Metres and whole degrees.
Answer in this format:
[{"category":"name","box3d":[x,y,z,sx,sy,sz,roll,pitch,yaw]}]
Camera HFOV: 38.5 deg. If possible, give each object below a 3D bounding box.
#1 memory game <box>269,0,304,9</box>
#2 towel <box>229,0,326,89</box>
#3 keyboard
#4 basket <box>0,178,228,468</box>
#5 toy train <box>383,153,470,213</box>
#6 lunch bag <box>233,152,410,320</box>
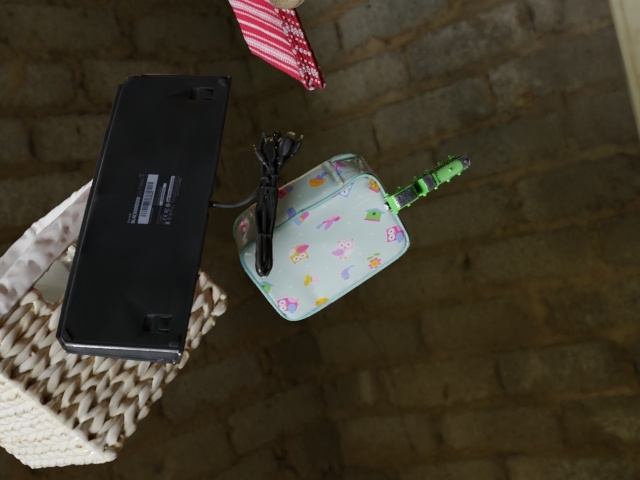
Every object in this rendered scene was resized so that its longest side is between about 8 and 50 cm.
[{"category":"memory game","box3d":[-0.025,-0.257,0.645,0.186,0.186,0.012,-14,-169,34]},{"category":"towel","box3d":[-0.094,-0.327,1.159,0.031,0.275,0.199,-36,-140,-12]},{"category":"keyboard","box3d":[-0.125,-0.031,0.883,0.201,0.317,0.033,3,151,5]},{"category":"basket","box3d":[-0.369,0.129,1.310,0.331,0.266,0.328,-21,-152,51]},{"category":"toy train","box3d":[0.084,-0.045,0.710,0.083,0.017,0.023,-31,-176,-23]},{"category":"lunch bag","box3d":[0.000,0.000,1.562,0.279,0.224,0.108,-32,-140,3]}]
